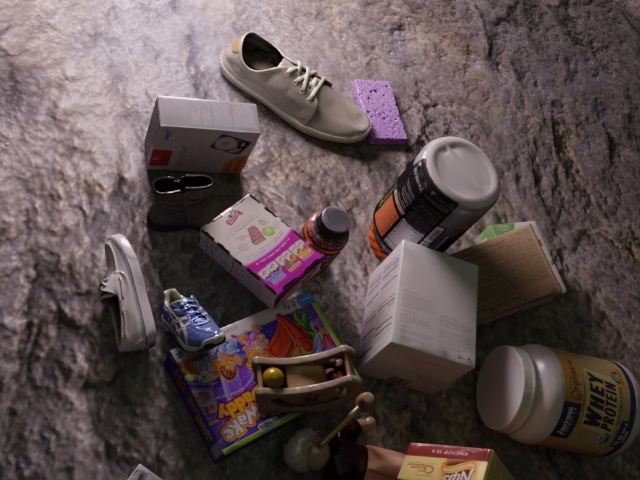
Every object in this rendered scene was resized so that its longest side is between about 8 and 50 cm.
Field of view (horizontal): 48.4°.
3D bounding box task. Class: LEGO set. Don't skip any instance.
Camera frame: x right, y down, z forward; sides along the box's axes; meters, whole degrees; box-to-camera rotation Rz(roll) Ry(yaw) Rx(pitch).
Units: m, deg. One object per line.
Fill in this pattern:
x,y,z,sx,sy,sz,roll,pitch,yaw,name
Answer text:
0.209,0.409,1.601,0.054,0.023,0.083,-4,50,-29,LEGO set

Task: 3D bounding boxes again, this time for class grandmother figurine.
0.083,0.459,1.465,0.343,0.104,0.207,19,47,-16,grandmother figurine

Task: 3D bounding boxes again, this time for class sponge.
0.167,-0.367,2.033,0.117,0.031,0.210,-1,62,-25,sponge

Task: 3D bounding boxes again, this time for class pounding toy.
0.000,0.302,1.378,0.270,0.154,0.154,4,54,-22,pounding toy

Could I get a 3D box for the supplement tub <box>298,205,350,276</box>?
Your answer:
0.000,0.000,1.636,0.106,0.198,0.106,10,58,-17,supplement tub

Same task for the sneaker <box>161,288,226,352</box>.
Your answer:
-0.264,0.160,1.422,0.080,0.211,0.081,-21,117,-36,sneaker

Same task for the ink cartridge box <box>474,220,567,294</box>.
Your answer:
0.532,0.067,1.900,0.160,0.092,0.219,-5,64,-26,ink cartridge box

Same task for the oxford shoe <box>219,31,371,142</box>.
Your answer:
-0.057,-0.405,1.897,0.450,0.130,0.169,30,52,-7,oxford shoe

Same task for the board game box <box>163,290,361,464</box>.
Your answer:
-0.116,0.276,1.495,0.347,0.078,0.233,-22,72,-33,board game box

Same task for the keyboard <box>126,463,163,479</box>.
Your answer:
-0.375,0.526,1.274,0.072,0.014,0.256,40,54,-4,keyboard

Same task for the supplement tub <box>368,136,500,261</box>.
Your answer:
0.258,-0.076,1.709,0.207,0.338,0.207,11,58,-18,supplement tub

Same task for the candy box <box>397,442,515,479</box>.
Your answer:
0.309,0.521,1.390,0.316,0.183,0.087,53,48,-30,candy box

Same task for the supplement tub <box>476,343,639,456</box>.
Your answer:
0.546,0.365,1.645,0.317,0.228,0.228,13,57,-17,supplement tub

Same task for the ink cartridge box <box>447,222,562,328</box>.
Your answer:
0.453,0.093,1.777,0.235,0.088,0.193,-22,67,11,ink cartridge box

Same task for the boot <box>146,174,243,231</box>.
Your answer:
-0.262,-0.088,1.594,0.247,0.161,0.083,-8,65,-28,boot

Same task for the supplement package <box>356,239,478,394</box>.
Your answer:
0.223,0.178,1.630,0.200,0.198,0.262,19,56,-12,supplement package

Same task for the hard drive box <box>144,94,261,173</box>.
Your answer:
-0.279,-0.243,1.667,0.232,0.181,0.089,1,63,-23,hard drive box

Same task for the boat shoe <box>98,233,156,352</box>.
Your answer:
-0.409,0.104,1.456,0.084,0.095,0.258,-10,65,-33,boat shoe

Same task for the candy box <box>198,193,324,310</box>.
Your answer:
-0.132,0.022,1.571,0.233,0.071,0.159,40,54,15,candy box
